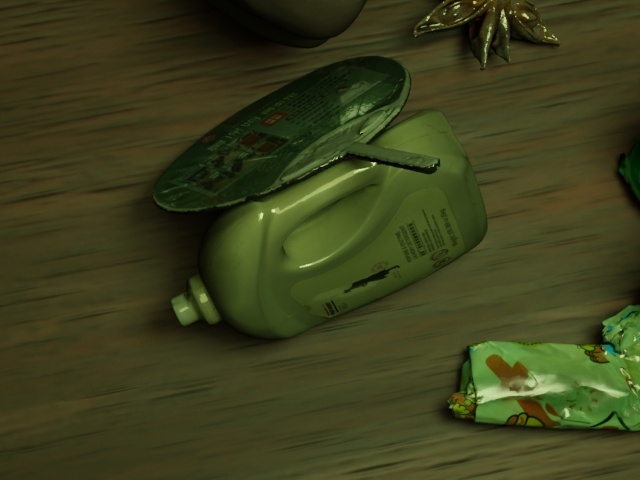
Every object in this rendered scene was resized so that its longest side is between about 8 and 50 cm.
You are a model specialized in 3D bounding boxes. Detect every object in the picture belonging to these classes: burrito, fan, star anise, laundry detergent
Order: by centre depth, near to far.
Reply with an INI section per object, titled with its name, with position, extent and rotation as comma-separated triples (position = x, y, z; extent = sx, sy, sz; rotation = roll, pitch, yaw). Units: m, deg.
[fan]
position = -0.028, -0.066, 1.452
extent = 0.223, 0.294, 0.012
rotation = -23, 113, 6
[laundry detergent]
position = 0.000, 0.000, 1.486
extent = 0.253, 0.181, 0.091
rotation = -26, 65, -2
[burrito]
position = 0.246, 0.103, 1.556
extent = 0.288, 0.054, 0.104
rotation = 2, 80, -4
[star anise]
position = 0.145, -0.190, 1.584
extent = 0.129, 0.056, 0.124
rotation = 22, 61, -13

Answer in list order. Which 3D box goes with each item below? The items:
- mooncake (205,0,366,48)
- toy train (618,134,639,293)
[mooncake]
position = 0.014, -0.298, 1.475
extent = 0.154, 0.306, 0.306
rotation = 33, 80, -6
[toy train]
position = 0.356, -0.028, 1.522
extent = 0.201, 0.145, 0.266
rotation = -2, 71, -5
